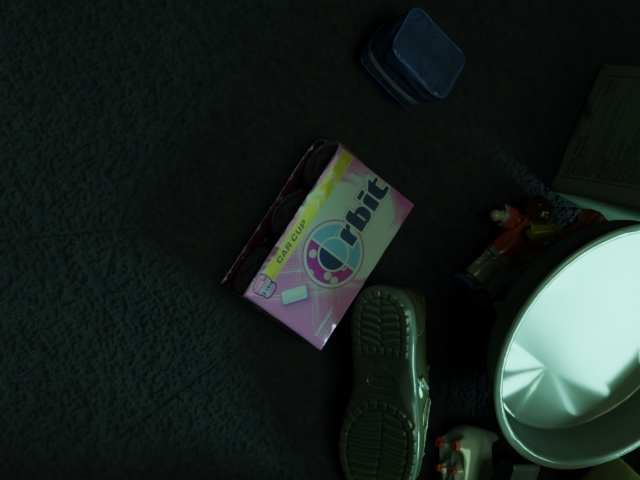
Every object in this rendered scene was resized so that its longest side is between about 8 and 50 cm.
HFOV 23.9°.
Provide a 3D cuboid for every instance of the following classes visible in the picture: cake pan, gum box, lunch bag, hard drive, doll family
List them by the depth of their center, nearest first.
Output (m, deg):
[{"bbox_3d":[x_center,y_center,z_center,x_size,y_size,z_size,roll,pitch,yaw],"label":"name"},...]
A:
[{"bbox_3d":[0.000,0.000,1.522,0.107,0.062,0.188,37,80,-27],"label":"gum box"},{"bbox_3d":[0.093,-0.182,1.543,0.098,0.065,0.067,45,62,-24],"label":"lunch bag"},{"bbox_3d":[0.295,0.103,1.583,0.293,0.054,0.293,-13,122,-22],"label":"cake pan"},{"bbox_3d":[0.282,0.062,1.644,0.163,0.118,0.263,-46,116,-12],"label":"doll family"},{"bbox_3d":[0.202,0.285,1.645,0.135,0.022,0.094,21,87,-69],"label":"hard drive"}]

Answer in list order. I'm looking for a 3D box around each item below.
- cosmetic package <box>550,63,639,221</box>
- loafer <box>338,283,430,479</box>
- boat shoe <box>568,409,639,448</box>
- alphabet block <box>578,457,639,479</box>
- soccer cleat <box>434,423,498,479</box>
[{"bbox_3d":[0.394,-0.087,1.573,0.113,0.309,0.160,25,87,-27],"label":"cosmetic package"},{"bbox_3d":[0.080,0.158,1.567,0.087,0.094,0.251,-28,128,-56],"label":"loafer"},{"bbox_3d":[0.349,0.204,1.735,0.207,0.073,0.073,1,60,-30],"label":"boat shoe"},{"bbox_3d":[0.340,0.388,1.662,0.197,0.193,0.192,-43,116,-1],"label":"alphabet block"},{"bbox_3d":[0.156,0.298,1.647,0.076,0.068,0.196,6,94,-36],"label":"soccer cleat"}]
